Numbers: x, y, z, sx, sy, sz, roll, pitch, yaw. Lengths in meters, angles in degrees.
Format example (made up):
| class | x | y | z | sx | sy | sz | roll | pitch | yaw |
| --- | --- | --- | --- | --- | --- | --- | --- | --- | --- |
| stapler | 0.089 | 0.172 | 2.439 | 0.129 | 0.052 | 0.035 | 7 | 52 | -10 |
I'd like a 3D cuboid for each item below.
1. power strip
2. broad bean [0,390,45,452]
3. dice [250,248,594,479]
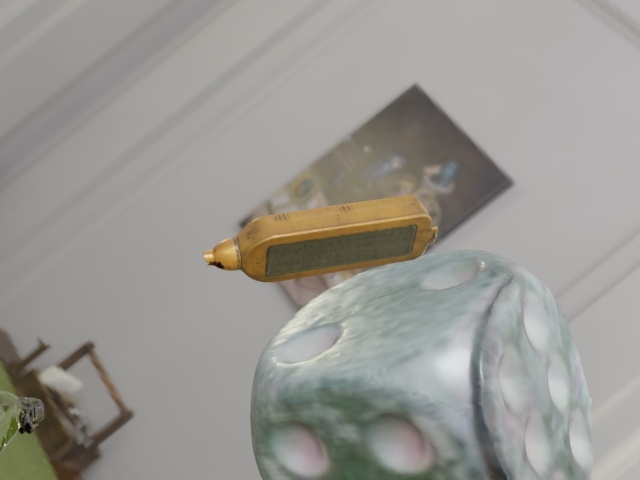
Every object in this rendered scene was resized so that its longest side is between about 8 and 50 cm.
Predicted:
| class | x | y | z | sx | sy | sz | roll | pitch | yaw |
| --- | --- | --- | --- | --- | --- | --- | --- | --- | --- |
| power strip | 0.000 | 0.000 | 0.763 | 0.049 | 0.178 | 0.028 | 98 | -23 | -46 |
| broad bean | -0.214 | 0.153 | 0.541 | 0.075 | 0.067 | 0.325 | 49 | 22 | -15 |
| dice | 0.140 | 0.223 | 1.302 | 0.330 | 0.348 | 0.328 | -45 | 117 | -48 |
